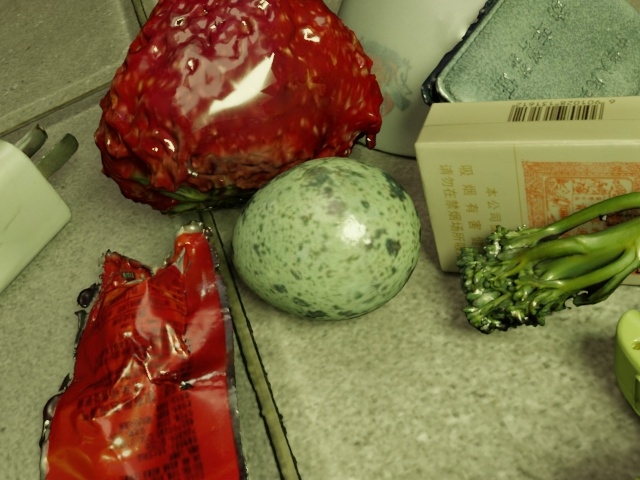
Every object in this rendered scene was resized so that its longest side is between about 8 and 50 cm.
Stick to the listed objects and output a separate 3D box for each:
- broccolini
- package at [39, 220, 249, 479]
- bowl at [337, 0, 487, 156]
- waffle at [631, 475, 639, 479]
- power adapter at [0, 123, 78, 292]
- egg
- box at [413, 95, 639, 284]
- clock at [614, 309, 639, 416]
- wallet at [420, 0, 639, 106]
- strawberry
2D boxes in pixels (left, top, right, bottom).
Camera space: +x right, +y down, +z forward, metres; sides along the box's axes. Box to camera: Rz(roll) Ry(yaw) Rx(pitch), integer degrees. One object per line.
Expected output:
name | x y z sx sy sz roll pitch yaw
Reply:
broccolini | 0.264 -0.007 0.433 0.391 0.074 0.079 -15 85 36
package | -0.152 0.105 0.594 0.193 0.071 0.270 -23 45 22
bowl | 0.144 -0.257 0.748 0.345 0.157 0.346 -12 46 13
waffle | 0.248 0.197 0.286 0.309 0.056 0.292 -29 65 0
power adapter | -0.360 -0.053 0.791 0.130 0.125 0.205 13 55 33
egg | 0.000 0.000 0.581 0.172 0.132 0.132 -7 45 34
box | 0.182 -0.036 0.530 0.201 0.141 0.058 4 45 24
clock | 0.314 0.067 0.424 0.231 0.069 0.170 -29 44 -5
wallet | 0.205 -0.149 0.617 0.222 0.167 0.036 -52 5 -18
strawberry | -0.080 -0.143 0.661 0.273 0.274 0.221 -8 88 16
